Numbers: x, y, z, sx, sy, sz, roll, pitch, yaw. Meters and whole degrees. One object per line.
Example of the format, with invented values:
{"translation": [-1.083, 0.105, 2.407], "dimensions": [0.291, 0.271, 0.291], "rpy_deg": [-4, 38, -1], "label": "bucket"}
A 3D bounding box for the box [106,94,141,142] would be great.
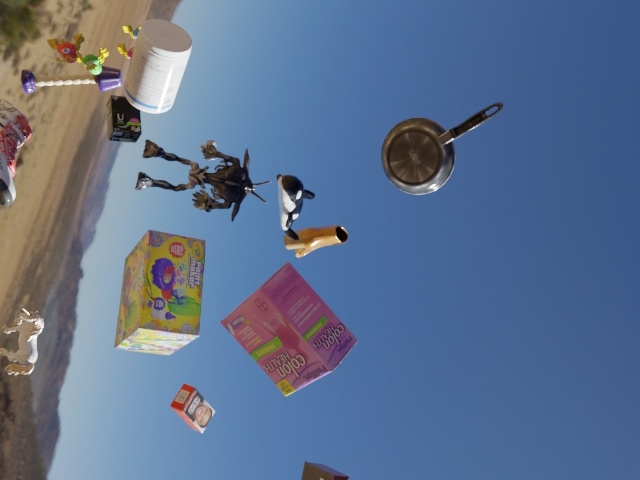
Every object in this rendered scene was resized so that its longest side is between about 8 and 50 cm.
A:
{"translation": [-0.415, -0.256, 1.373], "dimensions": [0.052, 0.062, 0.083], "rpy_deg": [-30, -116, 56], "label": "box"}

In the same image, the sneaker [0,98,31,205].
{"translation": [-0.695, -0.206, 1.434], "dimensions": [0.270, 0.145, 0.090], "rpy_deg": [51, -38, 16], "label": "sneaker"}

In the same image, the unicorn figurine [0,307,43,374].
{"translation": [-0.597, 0.194, 1.311], "dimensions": [0.060, 0.111, 0.162], "rpy_deg": [-30, 120, -57], "label": "unicorn figurine"}

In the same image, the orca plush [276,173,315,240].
{"translation": [-0.060, -0.095, 1.813], "dimensions": [0.287, 0.102, 0.151], "rpy_deg": [90, -12, -52], "label": "orca plush"}

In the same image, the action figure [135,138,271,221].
{"translation": [-0.253, -0.141, 1.420], "dimensions": [0.141, 0.275, 0.164], "rpy_deg": [-143, -114, -71], "label": "action figure"}

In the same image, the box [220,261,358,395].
{"translation": [-0.077, 0.210, 1.510], "dimensions": [0.117, 0.243, 0.213], "rpy_deg": [-44, -177, -42], "label": "box"}

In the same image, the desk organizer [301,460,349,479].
{"translation": [0.010, 0.536, 1.464], "dimensions": [0.130, 0.050, 0.047], "rpy_deg": [-10, -113, 62], "label": "desk organizer"}

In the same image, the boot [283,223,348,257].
{"translation": [0.000, -0.001, 2.393], "dimensions": [0.295, 0.211, 0.104], "rpy_deg": [11, 72, -79], "label": "boot"}

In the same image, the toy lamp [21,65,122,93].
{"translation": [-0.727, -0.474, 1.918], "dimensions": [0.080, 0.274, 0.080], "rpy_deg": [177, -90, -81], "label": "toy lamp"}

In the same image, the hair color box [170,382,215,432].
{"translation": [-0.343, 0.453, 1.756], "dimensions": [0.072, 0.043, 0.141], "rpy_deg": [-60, 148, -29], "label": "hair color box"}

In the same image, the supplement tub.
{"translation": [-0.218, -0.230, 0.869], "dimensions": [0.071, 0.070, 0.107], "rpy_deg": [-91, -155, -43], "label": "supplement tub"}

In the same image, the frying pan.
{"translation": [0.302, -0.220, 1.635], "dimensions": [0.326, 0.053, 0.198], "rpy_deg": [-6, -82, 27], "label": "frying pan"}

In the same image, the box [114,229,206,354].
{"translation": [-0.472, 0.161, 1.915], "dimensions": [0.279, 0.176, 0.290], "rpy_deg": [-34, -130, 53], "label": "box"}

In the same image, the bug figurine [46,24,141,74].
{"translation": [-0.552, -0.496, 1.706], "dimensions": [0.216, 0.278, 0.072], "rpy_deg": [143, -67, -84], "label": "bug figurine"}
